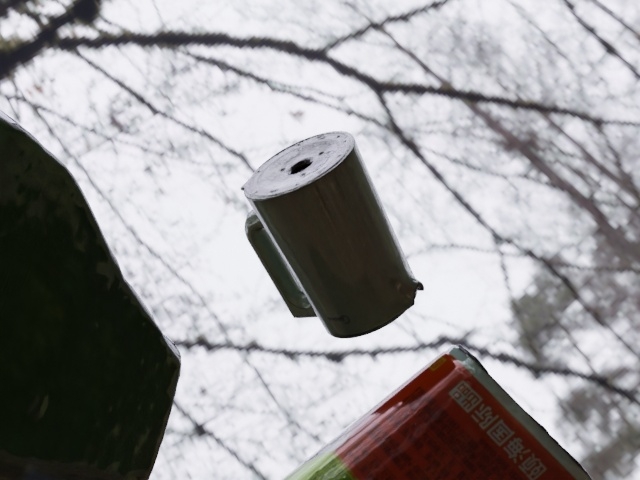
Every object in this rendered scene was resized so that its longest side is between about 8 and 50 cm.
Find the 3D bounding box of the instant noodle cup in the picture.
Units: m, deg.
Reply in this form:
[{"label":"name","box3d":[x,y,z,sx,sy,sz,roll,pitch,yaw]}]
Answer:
[{"label":"instant noodle cup","box3d":[0.066,0.261,1.024,0.308,0.294,0.294,-43,-46,-4]}]

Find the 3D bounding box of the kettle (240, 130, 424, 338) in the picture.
[{"label":"kettle","box3d":[0.001,0.002,1.073,0.127,0.098,0.148,-23,-65,10]}]

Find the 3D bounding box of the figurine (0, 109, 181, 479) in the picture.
[{"label":"figurine","box3d":[-0.168,0.015,0.369,0.234,0.127,0.185,-5,-28,28]}]
